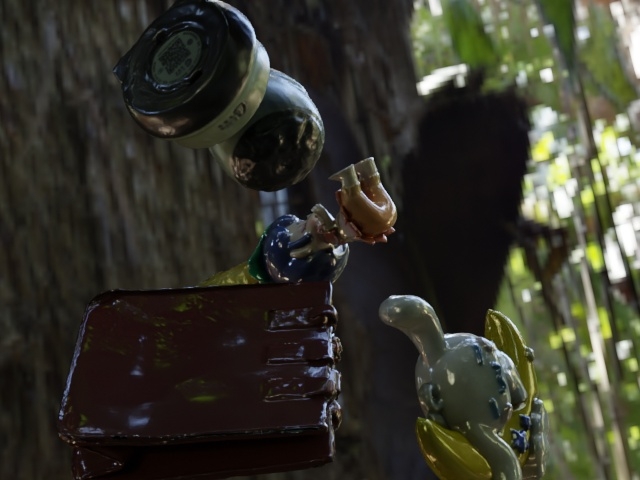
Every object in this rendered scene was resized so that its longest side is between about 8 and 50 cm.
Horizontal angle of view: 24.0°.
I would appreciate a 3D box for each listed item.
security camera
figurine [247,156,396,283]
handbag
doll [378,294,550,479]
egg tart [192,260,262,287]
[{"bbox_3d":[-0.112,-0.175,2.001,0.197,0.191,0.277,-45,-41,6],"label":"security camera"},{"bbox_3d":[0.000,0.000,1.677,0.195,0.102,0.111,-35,-9,37],"label":"figurine"},{"bbox_3d":[-0.115,0.140,1.525,0.276,0.260,0.084,-5,-59,3],"label":"handbag"},{"bbox_3d":[0.173,0.176,1.704,0.111,0.252,0.237,-17,-8,42],"label":"doll"},{"bbox_3d":[-0.101,0.100,1.841,0.213,0.212,0.090,-19,-67,23],"label":"egg tart"}]
